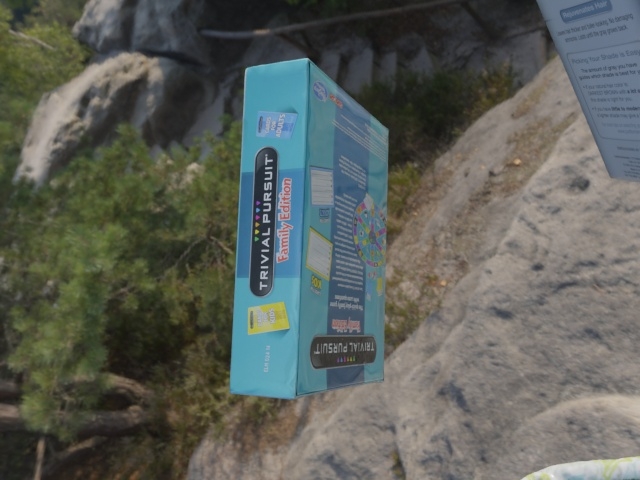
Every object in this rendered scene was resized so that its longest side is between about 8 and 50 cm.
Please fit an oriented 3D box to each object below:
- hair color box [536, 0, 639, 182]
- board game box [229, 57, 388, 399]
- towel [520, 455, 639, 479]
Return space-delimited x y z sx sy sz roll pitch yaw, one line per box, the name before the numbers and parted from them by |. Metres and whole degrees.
hair color box | 0.331 -0.243 0.676 0.114 0.374 0.185 -30 13 -2
board game box | 0.000 0.000 0.751 0.079 0.254 0.335 -1 82 25
towel | 0.522 0.414 0.989 0.375 0.320 0.090 -15 44 23
